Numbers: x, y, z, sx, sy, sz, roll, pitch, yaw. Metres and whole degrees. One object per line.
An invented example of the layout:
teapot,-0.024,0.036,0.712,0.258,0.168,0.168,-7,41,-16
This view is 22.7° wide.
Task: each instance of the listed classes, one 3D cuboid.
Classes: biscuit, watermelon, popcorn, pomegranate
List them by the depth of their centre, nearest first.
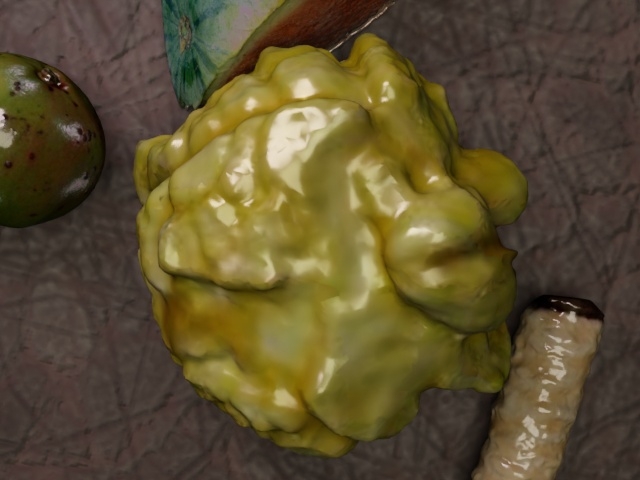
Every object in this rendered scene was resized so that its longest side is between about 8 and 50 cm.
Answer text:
popcorn,0.000,0.000,0.955,0.255,0.195,0.256,13,92,6
pomegranate,-0.199,-0.048,0.984,0.114,0.114,0.142,37,116,-4
watermelon,-0.030,-0.200,0.986,0.231,0.128,0.146,-34,77,2
biscuit,0.127,0.139,1.029,0.061,0.055,0.219,16,92,2
